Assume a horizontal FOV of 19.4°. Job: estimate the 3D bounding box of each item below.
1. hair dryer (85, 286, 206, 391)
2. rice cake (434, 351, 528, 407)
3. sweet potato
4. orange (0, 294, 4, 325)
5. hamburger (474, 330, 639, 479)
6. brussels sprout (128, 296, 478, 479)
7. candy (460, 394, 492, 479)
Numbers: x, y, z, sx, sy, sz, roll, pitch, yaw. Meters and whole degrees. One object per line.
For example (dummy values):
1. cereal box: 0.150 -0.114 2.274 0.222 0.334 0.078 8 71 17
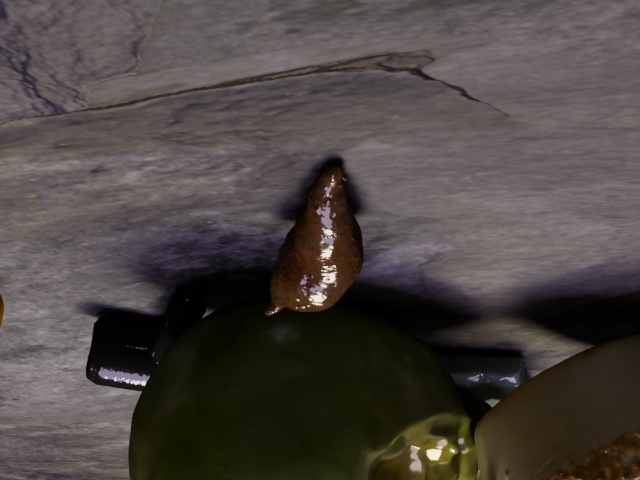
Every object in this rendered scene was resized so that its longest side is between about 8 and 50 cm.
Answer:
1. hair dryer: -0.155 0.088 1.770 0.114 0.071 0.248 10 161 -9
2. rice cake: 0.129 0.147 1.892 0.189 0.037 0.198 2 163 19
3. sweet potato: 0.006 0.000 1.379 0.068 0.068 0.226 10 151 -8
4. orange: -0.339 0.067 1.760 0.083 0.070 0.083 6 177 0
5. hamburger: 0.269 0.197 1.611 0.276 0.179 0.294 -5 154 -33
6. brussels sprout: -0.022 0.210 1.678 0.344 0.268 0.344 6 120 11
7. candy: 0.068 0.197 1.860 0.271 0.101 0.143 10 157 24
